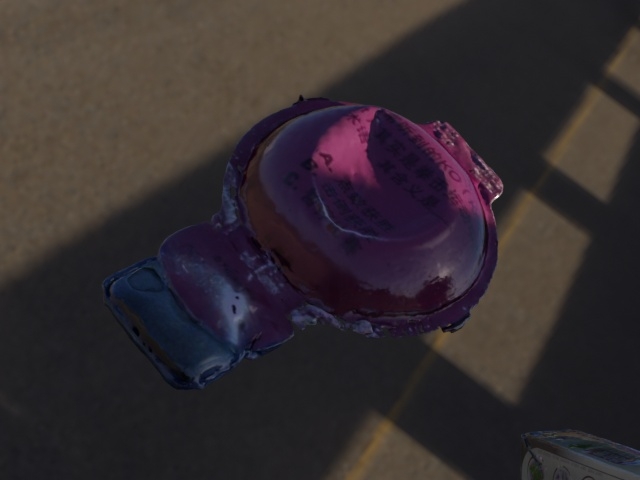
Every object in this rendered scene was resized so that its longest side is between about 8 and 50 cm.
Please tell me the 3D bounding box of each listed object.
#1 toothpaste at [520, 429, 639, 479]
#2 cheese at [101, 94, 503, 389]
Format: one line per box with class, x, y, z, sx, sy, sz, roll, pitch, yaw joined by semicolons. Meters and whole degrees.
toothpaste;0.168;0.139;0.914;0.040;0.047;0.196;0;4;-23
cheese;0.000;0.000;0.538;0.145;0.038;0.095;-28;67;-34
